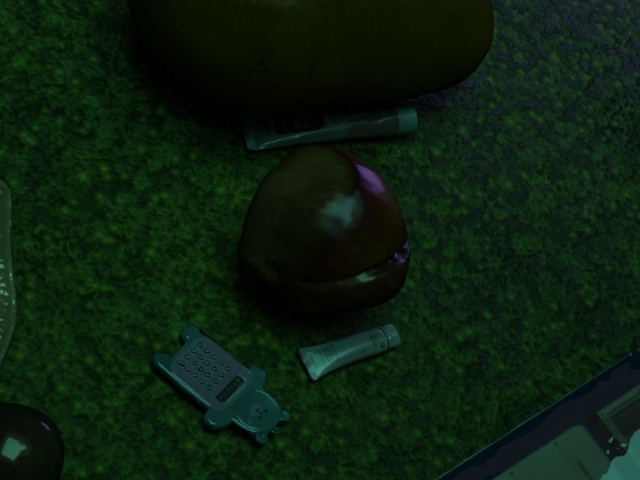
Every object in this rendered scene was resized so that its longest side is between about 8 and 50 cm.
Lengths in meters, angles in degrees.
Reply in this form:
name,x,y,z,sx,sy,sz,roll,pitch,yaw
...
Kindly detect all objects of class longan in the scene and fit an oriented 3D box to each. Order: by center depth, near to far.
name,x,y,z,sx,sy,sz,roll,pitch,yaw
longan,-0.283,0.193,1.340,0.119,0.106,0.106,8,42,32

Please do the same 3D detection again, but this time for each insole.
name,x,y,z,sx,sy,sz,roll,pitch,yaw
insole,-0.332,0.035,1.475,0.081,0.011,0.247,7,55,-18

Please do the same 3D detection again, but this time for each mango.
name,x,y,z,sx,sy,sz,roll,pitch,yaw
mango,0.000,-0.275,1.695,0.446,0.232,0.300,2,52,-29

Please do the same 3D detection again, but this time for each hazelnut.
name,x,y,z,sx,sy,sz,roll,pitch,yaw
hazelnut,0.000,0.000,1.552,0.182,0.182,0.182,11,54,-16

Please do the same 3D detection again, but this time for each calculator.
name,x,y,z,sx,sy,sz,roll,pitch,yaw
calculator,-0.095,0.144,1.496,0.141,0.019,0.094,39,49,7

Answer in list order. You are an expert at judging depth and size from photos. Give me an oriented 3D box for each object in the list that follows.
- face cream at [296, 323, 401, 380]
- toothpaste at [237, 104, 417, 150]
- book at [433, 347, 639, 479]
name,x,y,z,sx,sy,sz,roll,pitch,yaw
face cream,0.031,0.112,1.569,0.115,0.020,0.038,-16,66,-30
toothpaste,0.010,-0.130,1.720,0.205,0.036,0.056,-5,57,-21
book,0.200,0.324,1.359,0.428,0.039,0.300,-31,66,-8
